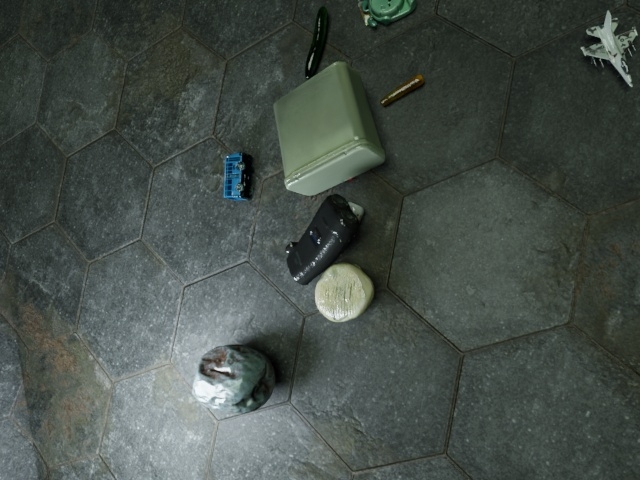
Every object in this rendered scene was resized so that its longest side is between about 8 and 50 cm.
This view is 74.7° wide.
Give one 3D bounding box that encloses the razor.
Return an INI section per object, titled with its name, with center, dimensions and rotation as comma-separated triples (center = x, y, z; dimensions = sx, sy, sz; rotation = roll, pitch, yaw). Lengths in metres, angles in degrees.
[razor]
center = 0.002, 0.002, 1.478
dimensions = 0.327, 0.107, 0.189
rotation = -51, 45, 30

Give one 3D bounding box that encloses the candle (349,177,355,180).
[candle]
center = 0.109, -0.385, 1.555
dimensions = 0.048, 0.051, 0.330
rotation = 0, 85, -14

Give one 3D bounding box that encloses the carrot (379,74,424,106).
[carrot]
center = 0.291, -0.535, 1.506
dimensions = 0.170, 0.042, 0.042
rotation = -30, 75, 18

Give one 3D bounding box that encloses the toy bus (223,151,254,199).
[toy bus]
center = -0.334, -0.258, 1.696
dimensions = 0.106, 0.090, 0.185
rotation = 0, 85, 23

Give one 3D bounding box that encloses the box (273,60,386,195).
[box]
center = 0.017, -0.387, 1.489
dimensions = 0.351, 0.177, 0.344
rotation = -21, 74, 33

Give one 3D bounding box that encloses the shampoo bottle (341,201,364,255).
[shampoo bottle]
center = 0.092, -0.042, 1.520
dimensions = 0.074, 0.074, 0.192
rotation = 26, 96, 21

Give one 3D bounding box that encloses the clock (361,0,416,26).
[clock]
center = 0.246, -0.875, 1.538
dimensions = 0.188, 0.060, 0.148
rotation = -26, 76, 15

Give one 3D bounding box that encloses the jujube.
[jujube]
center = -0.327, 0.513, 1.552
dimensions = 0.307, 0.215, 0.247
rotation = 6, 50, 34

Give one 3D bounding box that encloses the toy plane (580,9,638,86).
[toy plane]
center = 0.883, -0.566, 1.265
dimensions = 0.159, 0.082, 0.234
rotation = -19, 93, 8

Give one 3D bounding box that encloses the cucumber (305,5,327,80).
[cucumber]
center = -0.014, -0.769, 1.637
dimensions = 0.056, 0.056, 0.285
rotation = 15, 95, 22

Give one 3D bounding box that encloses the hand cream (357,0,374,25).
[hand cream]
center = 0.169, -0.868, 1.593
dimensions = 0.035, 0.022, 0.102
rotation = -24, 81, 10

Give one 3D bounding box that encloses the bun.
[bun]
center = 0.091, 0.179, 1.478
dimensions = 0.237, 0.116, 0.210
rotation = -11, 79, 35
